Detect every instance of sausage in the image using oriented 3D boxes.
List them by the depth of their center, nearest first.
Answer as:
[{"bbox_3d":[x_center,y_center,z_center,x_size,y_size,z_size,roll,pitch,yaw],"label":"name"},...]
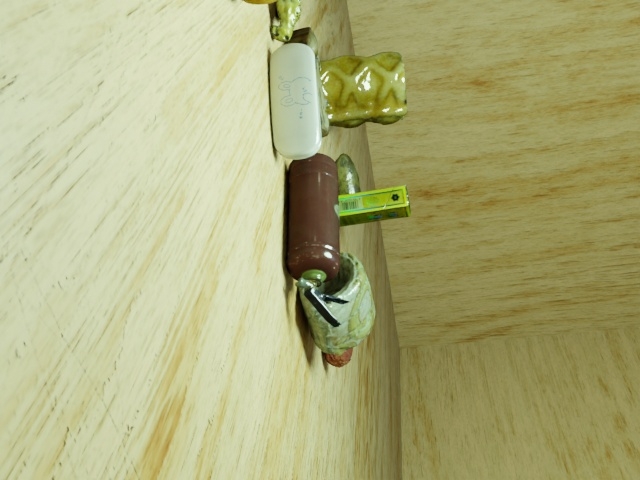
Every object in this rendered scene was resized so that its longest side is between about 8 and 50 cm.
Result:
[{"bbox_3d":[0.039,0.217,1.659,0.076,0.076,0.141,72,15,-53],"label":"sausage"}]

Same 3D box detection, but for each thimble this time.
[{"bbox_3d":[0.031,0.129,1.463,0.190,0.138,0.143,-67,151,-50],"label":"thimble"}]

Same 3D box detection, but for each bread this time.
[{"bbox_3d":[0.116,-0.424,2.088,0.238,0.252,0.195,47,33,-83],"label":"bread"}]

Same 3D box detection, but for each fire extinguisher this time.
[{"bbox_3d":[0.000,0.000,1.386,0.138,0.102,0.343,25,48,-33],"label":"fire extinguisher"}]

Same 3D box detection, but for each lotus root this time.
[{"bbox_3d":[-0.036,-0.347,1.594,0.170,0.075,0.260,-23,106,-78],"label":"lotus root"},{"bbox_3d":[0.069,-0.159,2.096,0.089,0.081,0.179,152,-71,-77],"label":"lotus root"}]

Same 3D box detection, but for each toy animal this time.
[{"bbox_3d":[-0.072,-0.484,1.517,0.181,0.073,0.136,-109,-163,-72],"label":"toy animal"}]

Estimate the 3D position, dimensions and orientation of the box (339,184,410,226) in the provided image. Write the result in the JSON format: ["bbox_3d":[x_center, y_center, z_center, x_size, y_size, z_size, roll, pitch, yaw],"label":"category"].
[{"bbox_3d":[0.131,-0.090,1.975,0.141,0.220,0.064,47,38,-75],"label":"box"}]

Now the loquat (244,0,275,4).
[{"bbox_3d":[-0.100,-0.443,1.155,0.137,0.113,0.137,-30,125,-55],"label":"loquat"}]

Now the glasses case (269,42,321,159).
[{"bbox_3d":[-0.048,-0.264,1.383,0.059,0.092,0.233,62,25,-71],"label":"glasses case"}]
